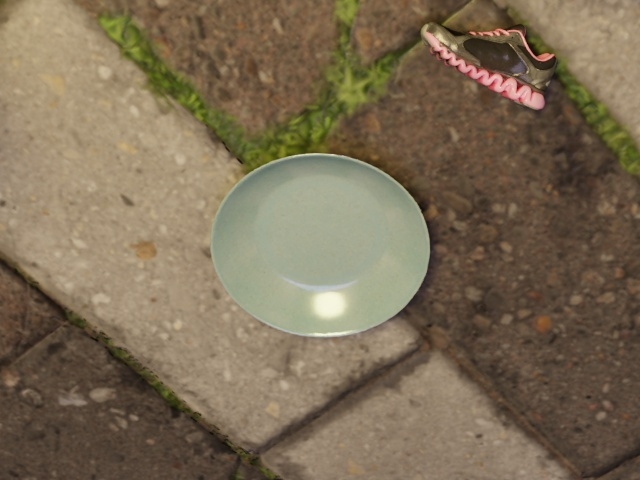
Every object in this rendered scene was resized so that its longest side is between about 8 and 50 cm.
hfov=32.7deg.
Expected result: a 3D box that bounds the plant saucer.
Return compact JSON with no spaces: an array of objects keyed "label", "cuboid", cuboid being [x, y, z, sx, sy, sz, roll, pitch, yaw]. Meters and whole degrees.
[{"label":"plant saucer","cuboid":[0.000,0.000,0.975,0.195,0.037,0.195,1,122,2]}]

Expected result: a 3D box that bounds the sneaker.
[{"label":"sneaker","cuboid":[0.137,-0.152,0.873,0.119,0.047,0.057,25,101,-15]}]
